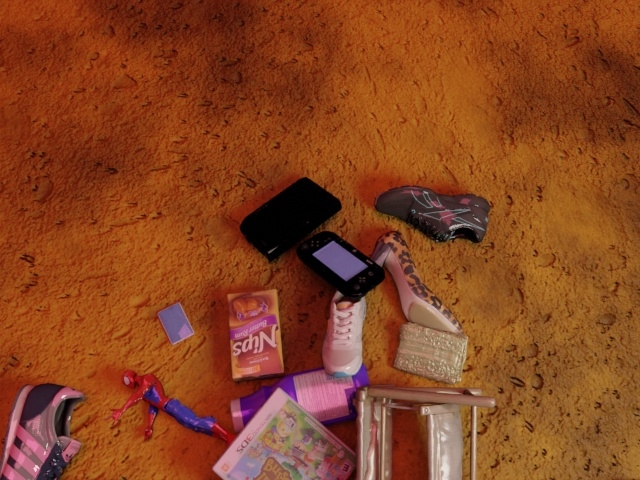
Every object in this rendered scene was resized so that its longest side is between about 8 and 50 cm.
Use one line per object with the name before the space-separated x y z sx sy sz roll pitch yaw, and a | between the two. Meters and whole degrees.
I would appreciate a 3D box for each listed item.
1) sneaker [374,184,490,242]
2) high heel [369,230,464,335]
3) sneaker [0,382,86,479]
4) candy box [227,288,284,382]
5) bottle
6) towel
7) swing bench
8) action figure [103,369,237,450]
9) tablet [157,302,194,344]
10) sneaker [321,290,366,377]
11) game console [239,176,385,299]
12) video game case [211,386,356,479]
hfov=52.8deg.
sneaker | 0.253 -0.058 1.467 0.267 0.101 0.106 6 69 3
high heel | 0.225 0.087 1.423 0.261 0.093 0.186 33 49 0
sneaker | -0.537 0.434 1.246 0.131 0.112 0.319 -3 67 2
candy box | -0.138 0.203 1.379 0.109 0.053 0.187 -6 68 -3
bottle | -0.037 0.326 1.302 0.282 0.092 0.118 -12 68 -5
towel | 0.233 0.238 1.361 0.148 0.027 0.110 12 88 5
swing bench | 0.184 0.405 1.201 0.254 0.165 0.254 2 83 4
action figure | -0.309 0.369 1.283 0.280 0.091 0.139 34 62 14
tablet | -0.317 0.182 1.413 0.054 0.006 0.083 -27 70 -11
sneaker | 0.046 0.180 1.322 0.087 0.092 0.229 -2 39 10
game console | 0.000 0.000 1.414 0.213 0.044 0.361 -38 52 -20
video game case | -0.062 0.420 1.212 0.212 0.023 0.193 40 74 2
